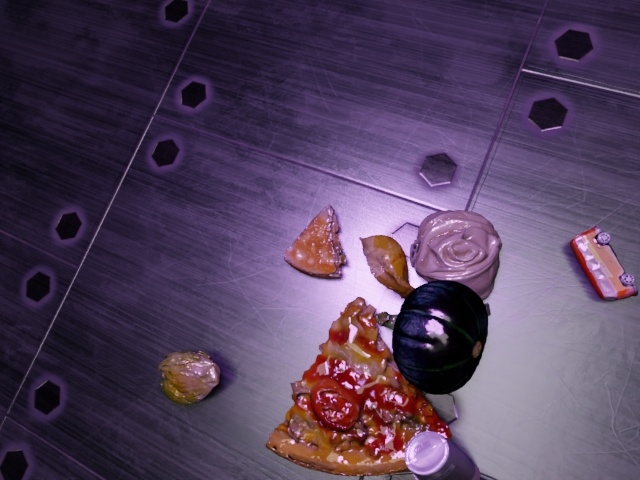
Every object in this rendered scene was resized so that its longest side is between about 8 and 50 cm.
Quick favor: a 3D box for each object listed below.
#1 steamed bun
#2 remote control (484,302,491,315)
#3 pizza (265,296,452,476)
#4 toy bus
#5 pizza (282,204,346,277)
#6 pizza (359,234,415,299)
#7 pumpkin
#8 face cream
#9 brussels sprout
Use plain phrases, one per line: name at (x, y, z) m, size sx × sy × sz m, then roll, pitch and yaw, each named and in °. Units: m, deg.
steamed bun at (0.319, 0.026, 1.084) m, size 0.211 × 0.144 × 0.217 m, roll 15°, pitch 80°, yaw 16°
remote control at (0.362, 0.173, 1.107) m, size 0.091 × 0.016 × 0.034 m, roll -11°, pitch 91°, yaw 11°
pizza at (0.069, 0.337, 1.082) m, size 0.441 × 0.130 × 0.405 m, roll -7°, pitch 78°, yaw 12°
toy bus at (0.640, 0.056, 1.040) m, size 0.077 × 0.079 × 0.174 m, roll -26°, pitch 73°, yaw 15°
pizza at (0.000, 0.000, 1.214) m, size 0.185 × 0.052 × 0.195 m, roll 18°, pitch 86°, yaw 24°
pizza at (0.164, 0.048, 1.093) m, size 0.081 × 0.204 × 0.188 m, roll -37°, pitch 66°, yaw 14°
pumpkin at (0.235, 0.198, 1.008) m, size 0.248 × 0.248 × 0.247 m, roll -3°, pitch 77°, yaw 13°
face cream at (0.252, 0.467, 0.939) m, size 0.107 × 0.269 × 0.073 m, roll -30°, pitch 45°, yaw 9°
brussels sprout at (-0.339, 0.354, 1.192) m, size 0.181 × 0.100 × 0.138 m, roll -8°, pitch 86°, yaw 10°
